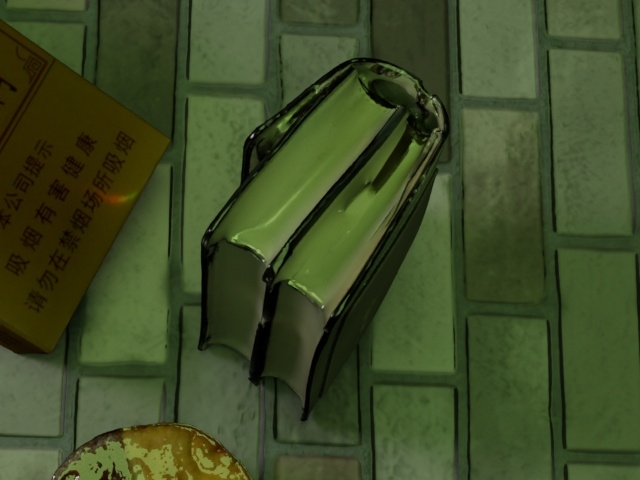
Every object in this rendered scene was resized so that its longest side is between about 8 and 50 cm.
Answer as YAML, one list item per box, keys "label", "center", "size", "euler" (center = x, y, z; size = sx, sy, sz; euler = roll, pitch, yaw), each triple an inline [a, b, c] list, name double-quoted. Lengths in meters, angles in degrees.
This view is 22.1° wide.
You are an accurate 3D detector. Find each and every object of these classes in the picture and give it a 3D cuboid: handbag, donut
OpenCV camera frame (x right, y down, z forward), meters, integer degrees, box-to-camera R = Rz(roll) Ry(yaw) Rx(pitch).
- label: "handbag"
  center: [0.000, 0.000, 1.544]
  size: [0.160, 0.358, 0.236]
  euler: [36, 71, 8]
- label: "donut"
  center: [-0.169, 0.255, 1.585]
  size: [0.217, 0.085, 0.141]
  euler: [-7, 72, -9]

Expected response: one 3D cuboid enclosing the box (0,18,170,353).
- label: "box"
  center: [-0.384, -0.100, 1.576]
  size: [0.415, 0.116, 0.264]
  euler: [36, 70, -23]
